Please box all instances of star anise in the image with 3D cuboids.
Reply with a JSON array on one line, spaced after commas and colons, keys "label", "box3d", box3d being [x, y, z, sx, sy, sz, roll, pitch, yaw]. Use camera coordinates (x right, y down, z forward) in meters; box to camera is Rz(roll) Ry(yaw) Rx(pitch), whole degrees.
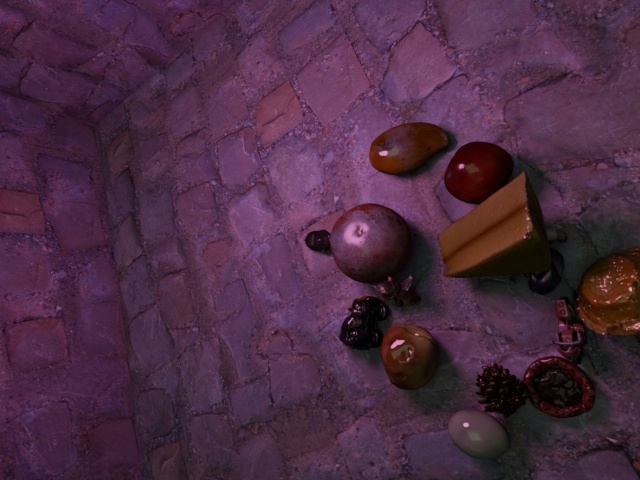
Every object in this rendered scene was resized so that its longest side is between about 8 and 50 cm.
[{"label": "star anise", "box3d": [0.283, 0.200, 1.515, 0.172, 0.208, 0.063, -5, 54, 21]}]

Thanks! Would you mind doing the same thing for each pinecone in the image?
[{"label": "pinecone", "box3d": [0.591, 0.492, 1.322, 0.174, 0.174, 0.173, -4, 82, 31]}]

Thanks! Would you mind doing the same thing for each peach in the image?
[{"label": "peach", "box3d": [0.317, 0.431, 1.459, 0.215, 0.214, 0.235, 11, 97, 32]}]

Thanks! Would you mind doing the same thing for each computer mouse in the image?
[{"label": "computer mouse", "box3d": [0.000, 0.000, 1.791, 0.172, 0.057, 0.098, 3, 87, 43]}]

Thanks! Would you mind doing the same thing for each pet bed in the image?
[{"label": "pet bed", "box3d": [0.755, 0.468, 1.279, 0.202, 0.054, 0.200, -8, 76, 34]}]

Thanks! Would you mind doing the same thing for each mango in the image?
[{"label": "mango", "box3d": [0.345, -0.368, 1.577, 0.317, 0.146, 0.192, -16, 79, 18]}]

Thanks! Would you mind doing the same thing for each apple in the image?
[{"label": "apple", "box3d": [0.547, -0.233, 1.394, 0.202, 0.218, 0.218, 28, 99, 27]}]

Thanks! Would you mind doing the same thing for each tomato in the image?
[{"label": "tomato", "box3d": [0.192, 0.010, 1.552, 0.317, 0.283, 0.316, -9, 69, 23]}]

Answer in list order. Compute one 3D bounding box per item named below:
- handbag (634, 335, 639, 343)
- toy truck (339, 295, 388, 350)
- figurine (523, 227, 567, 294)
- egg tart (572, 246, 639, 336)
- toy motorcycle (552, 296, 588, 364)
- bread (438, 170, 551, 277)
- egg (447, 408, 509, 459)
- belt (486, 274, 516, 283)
[{"label": "handbag", "box3d": [0.984, 0.235, 1.131, 0.180, 0.117, 0.204, -18, 76, 29]}, {"label": "toy truck", "box3d": [0.160, 0.325, 1.614, 0.165, 0.148, 0.224, 13, 88, 54]}, {"label": "figurine", "box3d": [0.727, 0.065, 1.299, 0.146, 0.145, 0.221, 4, 85, 32]}, {"label": "egg tart", "box3d": [0.852, 0.133, 1.142, 0.294, 0.116, 0.294, -52, 21, 30]}, {"label": "toy motorcycle", "box3d": [0.775, 0.283, 1.248, 0.084, 0.118, 0.212, -16, 75, 43]}, {"label": "bread", "box3d": [0.514, -0.016, 1.286, 0.362, 0.245, 0.233, -16, 53, 36]}, {"label": "egg", "box3d": [0.526, 0.645, 1.337, 0.193, 0.149, 0.149, 8, 88, 24]}, {"label": "belt", "box3d": [0.608, 0.066, 1.399, 0.163, 0.082, 0.147, 14, 95, 33]}]
